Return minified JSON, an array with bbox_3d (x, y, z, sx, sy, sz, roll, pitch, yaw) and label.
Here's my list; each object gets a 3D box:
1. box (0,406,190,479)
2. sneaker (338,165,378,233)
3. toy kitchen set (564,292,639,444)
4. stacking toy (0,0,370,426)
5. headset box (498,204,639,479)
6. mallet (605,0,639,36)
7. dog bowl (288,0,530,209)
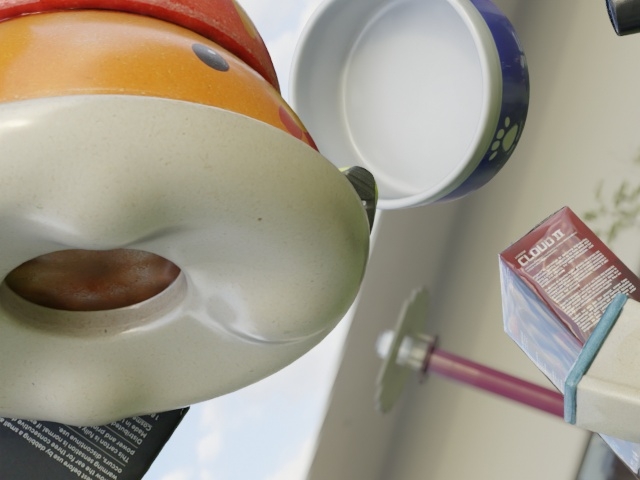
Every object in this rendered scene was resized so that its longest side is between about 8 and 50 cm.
[{"bbox_3d":[-0.288,0.235,1.099,0.312,0.179,0.343,-55,3,-19],"label":"box"},{"bbox_3d":[0.000,0.000,1.268,0.208,0.081,0.094,-58,-4,36],"label":"sneaker"},{"bbox_3d":[0.206,0.101,0.885,0.166,0.122,0.207,-52,-35,-32],"label":"toy kitchen set"},{"bbox_3d":[-0.168,-0.143,0.916,0.350,0.351,0.480,77,-177,-60],"label":"stacking toy"},{"bbox_3d":[0.327,0.113,1.553,0.110,0.293,0.218,-35,-28,-10],"label":"headset box"},{"bbox_3d":[0.202,-0.197,0.778,0.189,0.062,0.039,74,-174,-54],"label":"mallet"},{"bbox_3d":[0.098,-0.168,1.475,0.104,0.265,0.265,-7,-64,-54],"label":"dog bowl"}]
